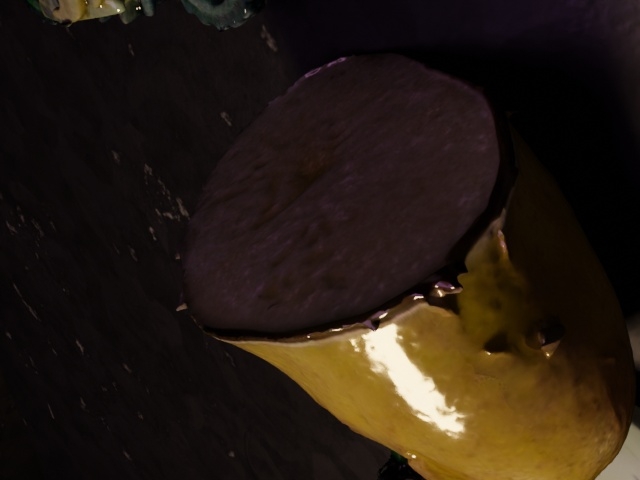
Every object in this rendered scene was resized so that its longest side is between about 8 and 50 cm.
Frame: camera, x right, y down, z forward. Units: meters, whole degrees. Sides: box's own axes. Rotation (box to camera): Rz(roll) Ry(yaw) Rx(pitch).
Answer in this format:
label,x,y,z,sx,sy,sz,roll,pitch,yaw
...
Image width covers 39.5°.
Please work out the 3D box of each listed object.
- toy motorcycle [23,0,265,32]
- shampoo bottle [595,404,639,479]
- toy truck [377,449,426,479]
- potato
label,x,y,z,sx,sy,sz,roll,pitch,yaw
toy motorcycle,-0.217,-0.324,0.881,0.410,0.169,0.237,14,136,39
shampoo bottle,0.251,0.193,0.804,0.359,0.078,0.134,28,132,37
toy truck,0.178,0.310,0.963,0.259,0.121,0.088,36,142,28
potato,0.080,0.051,0.755,0.296,0.290,0.397,49,170,-30
